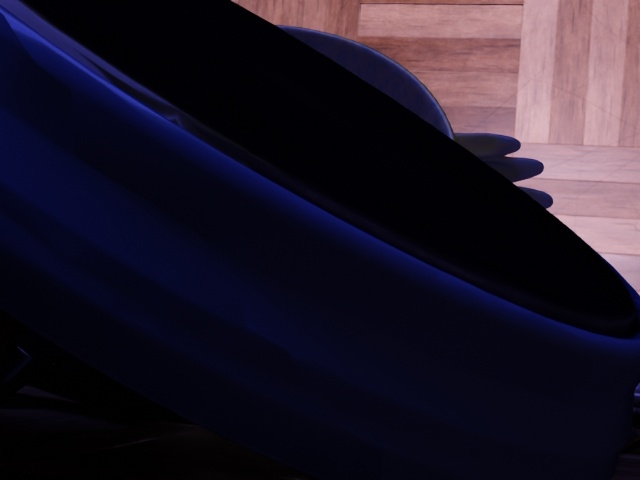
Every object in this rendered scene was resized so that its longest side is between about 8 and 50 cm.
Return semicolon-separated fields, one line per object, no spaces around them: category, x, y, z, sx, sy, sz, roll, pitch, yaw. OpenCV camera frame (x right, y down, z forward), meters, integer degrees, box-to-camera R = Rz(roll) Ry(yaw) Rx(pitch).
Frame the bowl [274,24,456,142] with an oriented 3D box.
bowl;-0.052;0.004;0.979;0.289;0.289;0.156;4;-43;10

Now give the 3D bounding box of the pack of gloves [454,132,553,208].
pack of gloves;0.067;0.010;1.080;0.232;0.195;0.046;3;20;25

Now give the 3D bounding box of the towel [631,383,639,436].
towel;0.203;0.103;0.870;0.336;0.040;0.243;6;-2;14

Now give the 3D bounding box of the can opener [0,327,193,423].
can opener;-0.123;0.071;0.782;0.186;0.073;0.059;7;-37;34

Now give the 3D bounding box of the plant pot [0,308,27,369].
plant pot;-0.231;-0.016;0.673;0.237;0.237;0.254;4;12;-33

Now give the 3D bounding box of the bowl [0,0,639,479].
bowl;-0.034;-0.034;0.601;0.391;0.077;0.391;30;12;-7
